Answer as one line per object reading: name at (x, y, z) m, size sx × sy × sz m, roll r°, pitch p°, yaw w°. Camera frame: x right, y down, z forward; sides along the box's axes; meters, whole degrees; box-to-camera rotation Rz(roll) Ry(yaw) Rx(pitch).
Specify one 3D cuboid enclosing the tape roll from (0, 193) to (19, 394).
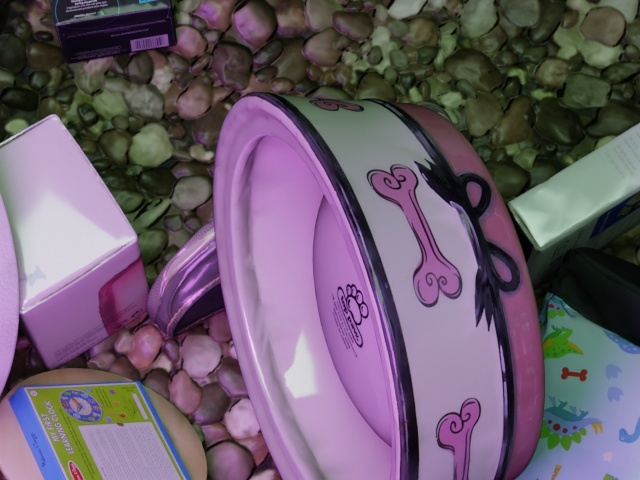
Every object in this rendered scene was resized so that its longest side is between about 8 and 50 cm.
tape roll at (-0.424, 0.012, 1.696) m, size 0.072 × 0.392 × 0.392 m, roll -18°, pitch 70°, yaw -47°

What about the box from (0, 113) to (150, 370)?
box at (-0.250, 0.007, 1.754) m, size 0.127 × 0.232 × 0.148 m, roll -32°, pitch 77°, yaw -11°

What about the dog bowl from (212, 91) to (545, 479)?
dog bowl at (0.047, 0.061, 1.596) m, size 0.150 × 0.408 × 0.408 m, roll -13°, pitch 74°, yaw -19°

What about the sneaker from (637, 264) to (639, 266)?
sneaker at (0.336, 0.039, 1.863) m, size 0.109 × 0.040 × 0.044 m, roll -17°, pitch 91°, yaw -2°

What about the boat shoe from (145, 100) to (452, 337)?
boat shoe at (0.000, 0.000, 1.815) m, size 0.355 × 0.132 × 0.130 m, roll -32°, pitch 77°, yaw -9°

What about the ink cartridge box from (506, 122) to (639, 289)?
ink cartridge box at (0.337, -0.079, 1.821) m, size 0.371 × 0.176 × 0.069 m, roll -29°, pitch 76°, yaw -9°

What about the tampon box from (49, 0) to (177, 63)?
tampon box at (-0.218, -0.279, 1.906) m, size 0.120 × 0.101 × 0.161 m, roll -10°, pitch 73°, yaw -4°

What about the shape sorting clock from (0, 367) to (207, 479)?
shape sorting clock at (-0.206, 0.197, 1.753) m, size 0.206 × 0.040 × 0.206 m, roll 19°, pitch 34°, yaw -14°

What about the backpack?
backpack at (0.267, 0.221, 1.697) m, size 0.290 × 0.273 × 0.355 m, roll 28°, pitch 103°, yaw 20°
